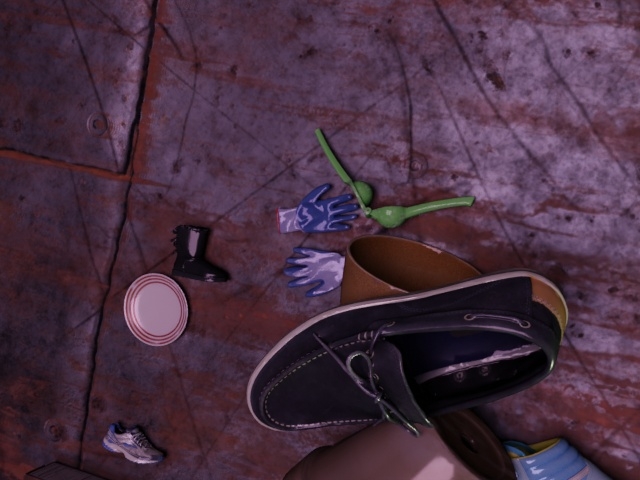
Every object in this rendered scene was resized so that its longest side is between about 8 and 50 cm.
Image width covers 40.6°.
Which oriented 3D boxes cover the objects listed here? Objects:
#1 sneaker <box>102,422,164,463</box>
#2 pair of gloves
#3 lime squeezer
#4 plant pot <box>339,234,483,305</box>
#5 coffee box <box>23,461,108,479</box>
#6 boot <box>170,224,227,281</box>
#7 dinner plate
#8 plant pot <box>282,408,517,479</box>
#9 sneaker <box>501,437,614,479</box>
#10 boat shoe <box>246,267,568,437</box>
[{"bbox_3d":[-0.363,0.394,1.684,0.135,0.052,0.058,16,93,18],"label":"sneaker"},{"bbox_3d":[0.000,0.000,1.550,0.159,0.023,0.198,-8,91,18],"label":"pair of gloves"},{"bbox_3d":[0.100,-0.088,1.491,0.310,0.059,0.110,26,101,18],"label":"lime squeezer"},{"bbox_3d":[0.126,0.154,1.420,0.237,0.237,0.254,21,111,18],"label":"plant pot"},{"bbox_3d":[-0.462,0.545,1.700,0.246,0.098,0.141,12,96,19],"label":"coffee box"},{"bbox_3d":[-0.226,0.024,1.623,0.121,0.045,0.099,9,92,20],"label":"boot"},{"bbox_3d":[-0.316,0.133,1.673,0.141,0.017,0.141,1,92,21],"label":"dinner plate"},{"bbox_3d":[0.143,0.400,1.346,0.323,0.323,0.280,47,111,12],"label":"plant pot"},{"bbox_3d":[0.322,0.449,1.401,0.319,0.127,0.208,-45,80,6],"label":"sneaker"},{"bbox_3d":[0.108,0.182,1.237,0.500,0.156,0.187,-19,116,19],"label":"boat shoe"}]
